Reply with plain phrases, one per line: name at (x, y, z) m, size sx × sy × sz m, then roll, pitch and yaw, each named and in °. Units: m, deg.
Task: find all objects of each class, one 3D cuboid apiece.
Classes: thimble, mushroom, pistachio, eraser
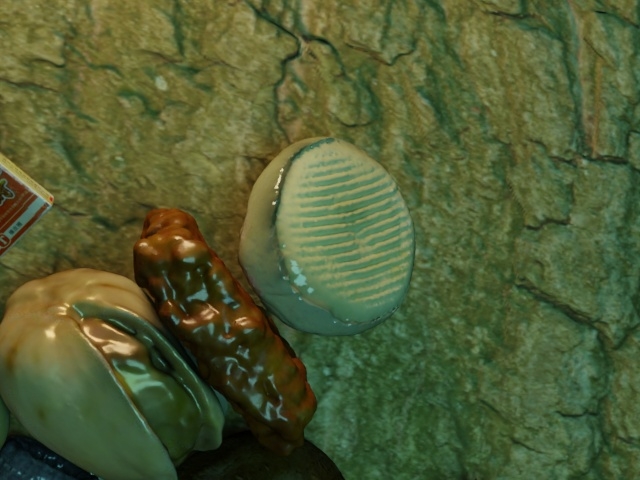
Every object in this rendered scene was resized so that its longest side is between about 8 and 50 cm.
thimble at (-0.366, 0.325, 1.526) m, size 0.150 × 0.150 × 0.097 m, roll 31°, pitch 85°, yaw -20°
mushroom at (-0.082, 0.420, 1.598) m, size 0.239 × 0.345 × 0.345 m, roll 28°, pitch 85°, yaw 22°
pistachio at (-0.269, 0.175, 1.479) m, size 0.321 × 0.238 × 0.229 m, roll 43°, pitch 61°, yaw 5°
eraser at (-0.472, -0.070, 1.468) m, size 0.157 × 0.038 × 0.230 m, roll -42°, pitch 111°, yaw 15°

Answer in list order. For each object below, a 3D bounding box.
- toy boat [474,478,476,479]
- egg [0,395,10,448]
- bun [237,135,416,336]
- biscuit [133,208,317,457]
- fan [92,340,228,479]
toy boat at (0.278, 0.465, 1.789) m, size 0.269 × 0.141 × 0.140 m, roll 42°, pitch 82°, yaw -21°
egg at (-0.480, 0.203, 1.461) m, size 0.201 × 0.164 × 0.164 m, roll 42°, pitch 82°, yaw -14°
bun at (0.000, 0.000, 1.605) m, size 0.287 × 0.146 × 0.287 m, roll 13°, pitch 69°, yaw -37°
biscuit at (-0.128, 0.102, 1.496) m, size 0.110 × 0.312 × 0.318 m, roll -37°, pitch 105°, yaw -1°
fan at (-0.259, 0.320, 1.634) m, size 0.233 × 0.012 × 0.414 m, roll 13°, pitch 91°, yaw -20°
